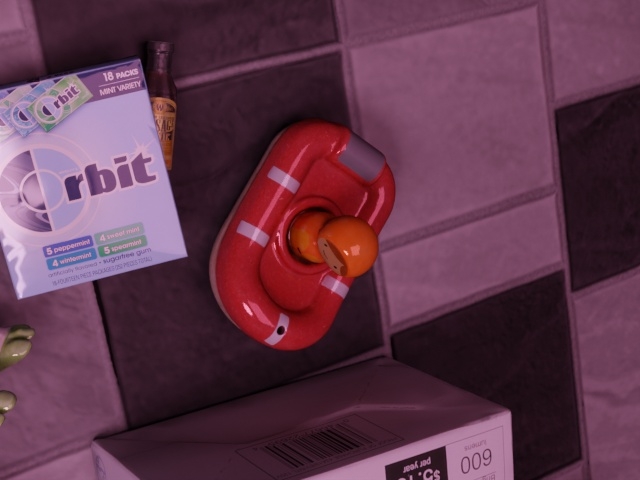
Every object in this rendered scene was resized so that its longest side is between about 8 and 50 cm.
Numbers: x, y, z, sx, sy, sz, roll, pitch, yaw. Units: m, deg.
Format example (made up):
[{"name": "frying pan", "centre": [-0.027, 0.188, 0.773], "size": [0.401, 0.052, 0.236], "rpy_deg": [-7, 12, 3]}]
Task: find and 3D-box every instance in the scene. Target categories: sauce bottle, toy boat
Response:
[{"name": "sauce bottle", "centre": [-0.155, -0.120, 1.026], "size": [0.042, 0.042, 0.128], "rpy_deg": [-1, 101, -31]}, {"name": "toy boat", "centre": [0.000, 0.000, 1.079], "size": [0.151, 0.151, 0.231], "rpy_deg": [32, 83, -31]}]

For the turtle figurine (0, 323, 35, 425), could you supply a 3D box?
[{"name": "turtle figurine", "centre": [-0.321, 0.018, 0.864], "size": [0.274, 0.198, 0.266], "rpy_deg": [-47, 119, -10]}]

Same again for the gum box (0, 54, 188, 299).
[{"name": "gum box", "centre": [-0.215, -0.056, 0.979], "size": [0.157, 0.041, 0.184], "rpy_deg": [-14, 107, -10]}]

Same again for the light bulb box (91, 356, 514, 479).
[{"name": "light bulb box", "centre": [-0.005, 0.348, 1.106], "size": [0.358, 0.225, 0.360], "rpy_deg": [-13, 106, -28]}]
